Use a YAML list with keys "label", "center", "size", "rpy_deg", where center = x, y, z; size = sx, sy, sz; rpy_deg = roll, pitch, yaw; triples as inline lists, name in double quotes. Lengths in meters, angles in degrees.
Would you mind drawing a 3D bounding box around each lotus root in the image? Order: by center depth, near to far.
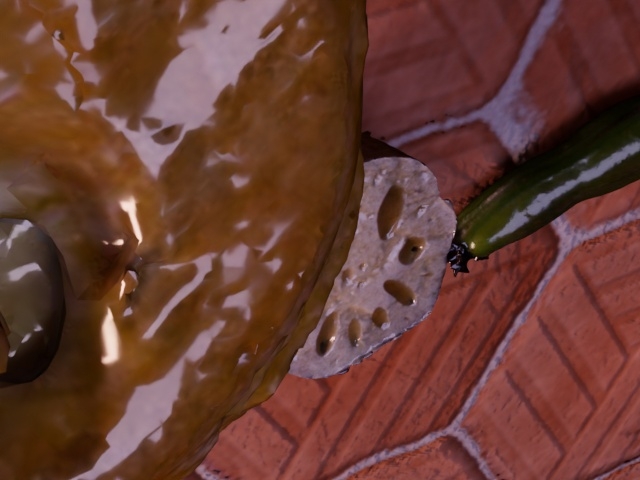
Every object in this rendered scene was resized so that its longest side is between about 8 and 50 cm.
- label: "lotus root"
  center: [-0.001, -0.002, 0.798]
  size: [0.122, 0.081, 0.112]
  rpy_deg: [-28, 136, -13]

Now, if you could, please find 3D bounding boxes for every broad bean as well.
- label: "broad bean"
  center: [0.185, -0.059, 0.917]
  size: [0.297, 0.043, 0.060]
  rpy_deg: [-26, 148, -15]

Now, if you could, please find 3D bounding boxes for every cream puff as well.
- label: "cream puff"
  center: [-0.150, -0.048, 0.526]
  size: [0.343, 0.231, 0.327]
  rpy_deg: [-2, 118, -29]
